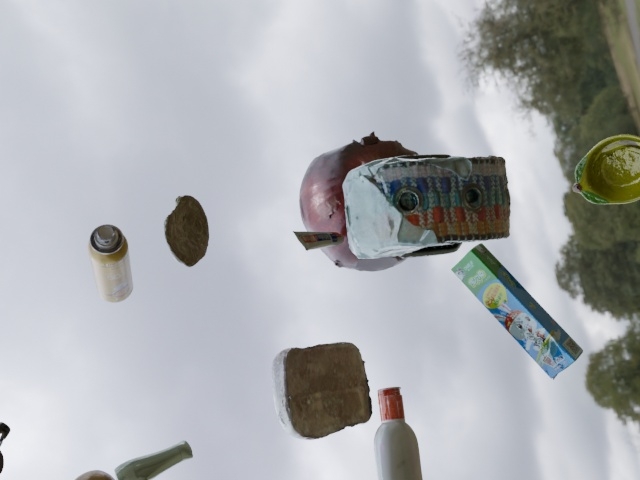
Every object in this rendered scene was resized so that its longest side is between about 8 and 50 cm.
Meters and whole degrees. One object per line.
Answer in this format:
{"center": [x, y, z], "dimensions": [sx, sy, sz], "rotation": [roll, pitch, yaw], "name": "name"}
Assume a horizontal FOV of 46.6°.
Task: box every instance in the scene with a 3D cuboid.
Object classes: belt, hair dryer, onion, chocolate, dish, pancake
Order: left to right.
{"center": [-0.392, 0.622, 1.883], "dimensions": [0.237, 0.206, 0.076], "rotation": [41, 140, 47], "name": "hair dryer"}
{"center": [-0.422, -0.029, 2.345], "dimensions": [0.222, 0.042, 0.236], "rotation": [52, -145, -50], "name": "pancake"}
{"center": [-0.006, 0.307, 1.538], "dimensions": [0.303, 0.100, 0.185], "rotation": [8, -105, -59], "name": "chocolate"}
{"center": [0.111, -0.077, 1.835], "dimensions": [0.341, 0.341, 0.341], "rotation": [45, -143, -47], "name": "onion"}
{"center": [0.153, -0.051, 1.080], "dimensions": [0.257, 0.207, 0.150], "rotation": [-6, -89, -22], "name": "belt"}
{"center": [0.656, -0.157, 1.622], "dimensions": [0.080, 0.207, 0.149], "rotation": [-23, -89, -56], "name": "dish"}

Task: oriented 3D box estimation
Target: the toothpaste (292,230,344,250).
{"center": [0.000, 0.000, 1.603], "dimensions": [0.052, 0.033, 0.218], "rotation": [55, -160, 13], "name": "toothpaste"}

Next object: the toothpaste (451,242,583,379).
{"center": [0.354, 0.126, 1.347], "dimensions": [0.267, 0.065, 0.050], "rotation": [49, -142, 13], "name": "toothpaste"}

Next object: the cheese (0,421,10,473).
{"center": [-0.601, 0.386, 1.333], "dimensions": [0.086, 0.036, 0.162], "rotation": [39, -156, -15], "name": "cheese"}

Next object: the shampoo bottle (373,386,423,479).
{"center": [0.127, 0.354, 1.219], "dimensions": [0.108, 0.051, 0.221], "rotation": [15, -116, -50], "name": "shampoo bottle"}

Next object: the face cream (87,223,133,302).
{"center": [-0.566, 0.056, 2.008], "dimensions": [0.349, 0.104, 0.105], "rotation": [111, 159, -61], "name": "face cream"}

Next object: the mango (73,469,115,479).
{"center": [-0.503, 0.598, 1.611], "dimensions": [0.136, 0.099, 0.228], "rotation": [36, -153, -24], "name": "mango"}
